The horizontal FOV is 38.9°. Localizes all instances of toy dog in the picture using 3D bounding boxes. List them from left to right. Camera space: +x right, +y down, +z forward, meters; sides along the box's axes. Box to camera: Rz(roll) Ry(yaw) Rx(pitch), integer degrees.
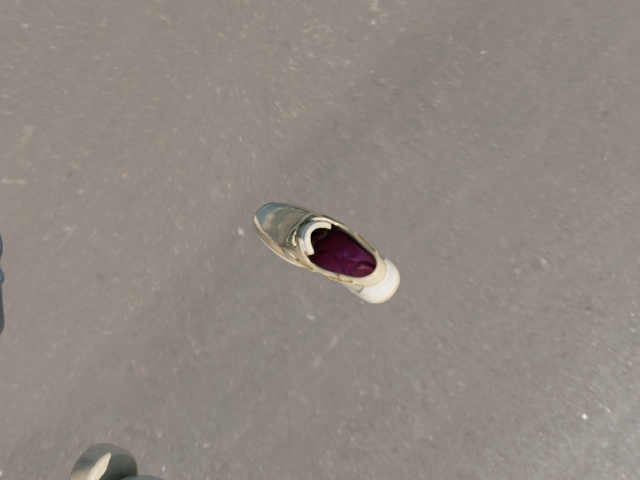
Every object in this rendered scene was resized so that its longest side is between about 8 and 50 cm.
[{"bbox_3d":[-0.184,0.389,1.093,0.334,0.220,0.161,46,65,-28],"label":"toy dog"}]

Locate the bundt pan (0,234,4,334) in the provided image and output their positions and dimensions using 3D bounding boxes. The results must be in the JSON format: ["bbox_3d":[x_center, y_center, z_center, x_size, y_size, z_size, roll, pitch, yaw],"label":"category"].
[{"bbox_3d":[-0.503,0.086,0.993,0.330,0.331,0.124,-3,134,-5],"label":"bundt pan"}]

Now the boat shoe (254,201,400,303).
[{"bbox_3d":[0.000,0.000,0.881,0.170,0.059,0.063,26,78,27],"label":"boat shoe"}]
